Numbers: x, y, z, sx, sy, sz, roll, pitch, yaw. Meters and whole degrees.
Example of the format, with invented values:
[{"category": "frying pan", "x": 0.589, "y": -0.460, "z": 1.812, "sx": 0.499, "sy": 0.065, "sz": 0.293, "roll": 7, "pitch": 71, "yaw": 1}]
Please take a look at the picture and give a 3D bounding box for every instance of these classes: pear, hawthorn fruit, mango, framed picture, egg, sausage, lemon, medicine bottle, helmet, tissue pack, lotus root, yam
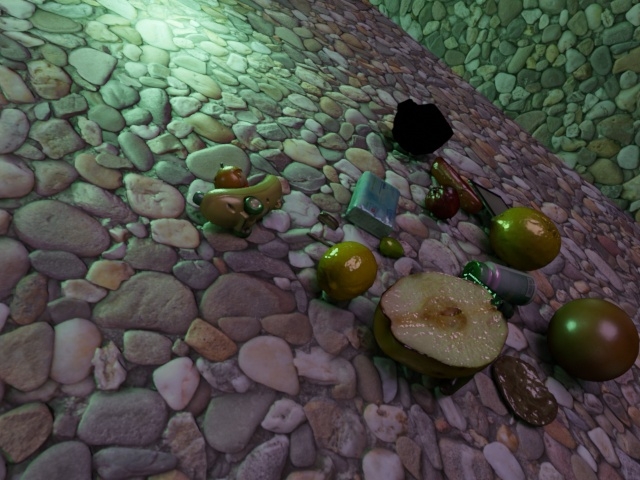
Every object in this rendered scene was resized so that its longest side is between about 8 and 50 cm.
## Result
[{"category": "pear", "x": 0.334, "y": 0.270, "z": 1.293, "sx": 0.386, "sy": 0.191, "sz": 0.340, "roll": -2, "pitch": 43, "yaw": -16}, {"category": "hawthorn fruit", "x": 0.531, "y": -0.157, "z": 1.891, "sx": 0.172, "sy": 0.148, "sz": 0.148, "roll": 55, "pitch": 38, "yaw": -18}, {"category": "mango", "x": 0.259, "y": 0.026, "z": 1.591, "sx": 0.108, "sy": 0.056, "sz": 0.073, "roll": 30, "pitch": 44, "yaw": -24}, {"category": "framed picture", "x": 0.855, "y": -0.158, "z": 2.117, "sx": 0.347, "sy": 0.016, "sz": 0.265, "roll": 13, "pitch": 44, "yaw": -43}, {"category": "egg", "x": 0.969, "y": 0.347, "z": 1.573, "sx": 0.351, "sy": 0.283, "sz": 0.283, "roll": -23, "pitch": 66, "yaw": -47}, {"category": "sausage", "x": 0.630, "y": -0.256, "z": 2.064, "sx": 0.102, "sy": 0.102, "sz": 0.330, "roll": -16, "pitch": 62, "yaw": -41}, {"category": "lemon", "x": 0.079, "y": 0.092, "z": 1.323, "sx": 0.180, "sy": 0.180, "sz": 0.193, "roll": 37, "pitch": 64, "yaw": 3}, {"category": "medicine bottle", "x": 0.677, "y": 0.159, "z": 1.675, "sx": 0.274, "sy": 0.133, "sz": 0.133, "roll": 17, "pitch": 44, "yaw": -21}, {"category": "helmet", "x": 0.467, "y": -0.531, "z": 2.142, "sx": 0.338, "sy": 0.197, "sz": 0.271, "roll": -11, "pitch": 66, "yaw": -32}, {"category": "tissue pack", "x": 0.209, "y": -0.143, "z": 1.690, "sx": 0.177, "sy": 0.089, "sz": 0.263, "roll": 31, "pitch": 42, "yaw": -7}, {"category": "lotus root", "x": 0.032, "y": -0.073, "z": 1.547, "sx": 0.083, "sy": 0.037, "sz": 0.030, "roll": 35, "pitch": 37, "yaw": 1}, {"category": "lemon", "x": 0.854, "y": -0.010, "z": 1.856, "sx": 0.310, "sy": 0.258, "sz": 0.258, "roll": 37, "pitch": 41, "yaw": 0}, {"category": "yam", "x": 0.000, "y": 0.000, "z": 1.475, "sx": 0.107, "sy": 0.014, "sz": 0.014, "roll": 28, "pitch": 41, "yaw": -7}]

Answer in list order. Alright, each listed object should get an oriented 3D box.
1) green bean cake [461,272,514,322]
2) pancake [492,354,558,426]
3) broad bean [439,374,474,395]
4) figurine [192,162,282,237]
[{"category": "green bean cake", "x": 0.527, "y": 0.239, "z": 1.507, "sx": 0.107, "sy": 0.193, "sz": 0.208, "roll": 28, "pitch": 14, "yaw": -35}, {"category": "pancake", "x": 0.657, "y": 0.483, "z": 1.426, "sx": 0.222, "sy": 0.042, "sz": 0.236, "roll": -25, "pitch": 64, "yaw": -40}, {"category": "broad bean", "x": 0.451, "y": 0.391, "z": 1.362, "sx": 0.339, "sy": 0.061, "sz": 0.077, "roll": -15, "pitch": 72, "yaw": -41}, {"category": "figurine", "x": -0.248, "y": -0.144, "z": 1.377, "sx": 0.222, "sy": 0.124, "sz": 0.324, "roll": 38, "pitch": 38, "yaw": 8}]
